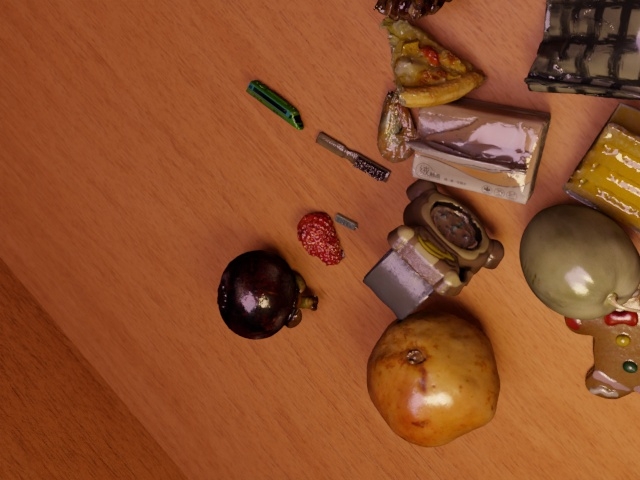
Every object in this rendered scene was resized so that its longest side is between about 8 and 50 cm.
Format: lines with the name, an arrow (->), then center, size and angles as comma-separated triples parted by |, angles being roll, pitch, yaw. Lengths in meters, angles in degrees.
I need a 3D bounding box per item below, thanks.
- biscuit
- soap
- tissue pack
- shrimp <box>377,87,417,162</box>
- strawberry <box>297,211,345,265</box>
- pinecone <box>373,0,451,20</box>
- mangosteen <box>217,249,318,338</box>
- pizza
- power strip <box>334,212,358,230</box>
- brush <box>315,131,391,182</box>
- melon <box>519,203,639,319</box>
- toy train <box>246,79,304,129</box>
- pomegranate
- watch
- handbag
biscuit -> 0.775, 0.231, 1.566 | 0.283, 0.064, 0.432 | -4, 110, 32
soap -> 0.722, -0.136, 1.356 | 0.281, 0.143, 0.259 | 32, 152, 13
tissue pack -> 0.377, -0.220, 1.498 | 0.305, 0.238, 0.238 | 18, 119, 23
shrimp -> 0.212, -0.315, 1.661 | 0.115, 0.051, 0.217 | 11, 116, 19
strawberry -> 0.000, 0.000, 1.911 | 0.121, 0.082, 0.188 | -32, 90, 34
pinecone -> 0.201, -0.652, 1.384 | 0.298, 0.242, 0.296 | 22, 91, 33
mangosteen -> -0.192, 0.173, 1.999 | 0.297, 0.293, 0.297 | 37, 138, 43
pizza -> 0.235, -0.447, 1.480 | 0.288, 0.280, 0.075 | 53, 150, 13
power strip -> 0.079, -0.056, 1.877 | 0.083, 0.017, 0.027 | 28, 125, 19
brush -> 0.089, -0.242, 1.775 | 0.248, 0.036, 0.043 | 33, 120, 14
melon -> 0.606, 0.050, 1.443 | 0.271, 0.308, 0.272 | 1, 114, 2
toy train -> -0.126, -0.406, 1.821 | 0.209, 0.044, 0.042 | 38, 124, 10
pomegranate -> 0.325, 0.389, 1.736 | 0.410, 0.410, 0.410 | 13, 117, 26
watch -> 0.255, 0.061, 1.624 | 0.314, 0.335, 0.327 | 44, 132, 7
handbag -> 0.624, -0.464, 1.288 | 0.327, 0.162, 0.325 | 16, 116, 33
